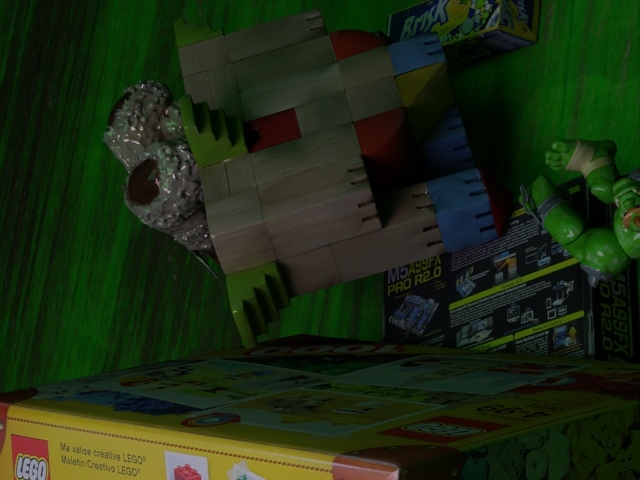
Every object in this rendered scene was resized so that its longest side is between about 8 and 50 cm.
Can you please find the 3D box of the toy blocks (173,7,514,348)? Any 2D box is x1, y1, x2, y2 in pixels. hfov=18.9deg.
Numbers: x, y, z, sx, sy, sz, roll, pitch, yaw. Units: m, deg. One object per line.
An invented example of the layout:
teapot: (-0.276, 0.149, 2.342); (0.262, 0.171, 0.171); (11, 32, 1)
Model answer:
toy blocks: (0.020, -0.096, 1.767); (0.261, 0.190, 0.381); (-17, 41, 2)

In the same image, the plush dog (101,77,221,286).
plush dog: (-0.082, -0.100, 2.037); (0.225, 0.210, 0.262); (-43, 27, 8)

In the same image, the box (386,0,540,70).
box: (0.135, -0.205, 1.868); (0.169, 0.054, 0.059); (-13, 66, 50)

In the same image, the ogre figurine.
ogre figurine: (0.262, -0.043, 1.556); (0.197, 0.097, 0.118); (-21, 59, 6)

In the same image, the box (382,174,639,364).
box: (0.163, 0.084, 1.702); (0.270, 0.060, 0.216); (-24, 56, 46)

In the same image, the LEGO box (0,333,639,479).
LEGO box: (0.022, 0.205, 1.498); (0.500, 0.372, 0.193); (2, 98, 47)
